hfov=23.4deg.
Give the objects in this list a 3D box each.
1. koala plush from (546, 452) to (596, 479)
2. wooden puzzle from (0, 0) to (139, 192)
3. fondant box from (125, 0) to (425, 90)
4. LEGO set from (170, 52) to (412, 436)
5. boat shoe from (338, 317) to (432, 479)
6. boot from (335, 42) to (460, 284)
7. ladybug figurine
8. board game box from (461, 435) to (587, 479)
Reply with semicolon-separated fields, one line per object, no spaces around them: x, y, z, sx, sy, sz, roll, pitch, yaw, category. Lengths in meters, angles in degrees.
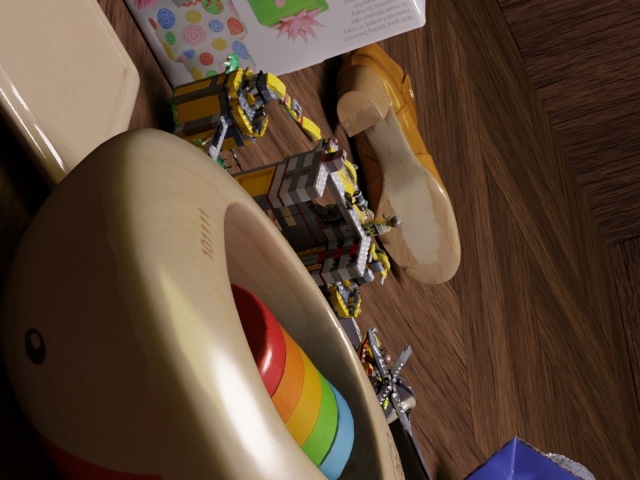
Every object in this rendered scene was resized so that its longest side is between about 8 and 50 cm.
0.368;0.406;2.196;0.221;0.203;0.196;64;14;12;koala plush
-0.203;-0.138;1.119;0.221;0.044;0.238;-85;157;-52;wooden puzzle
-0.077;-0.301;1.326;0.096;0.238;0.330;-84;153;-54;fondant box
0.000;0.000;1.328;0.255;0.192;0.331;-67;139;-56;LEGO set
0.052;0.169;1.525;0.103;0.092;0.285;-11;85;-63;boat shoe
0.108;-0.109;1.968;0.295;0.104;0.211;63;19;-18;boot
-0.072;0.116;1.051;0.449;0.162;0.305;55;17;-44;ladybug figurine
0.293;0.413;1.808;0.232;0.141;0.291;29;-29;56;board game box
